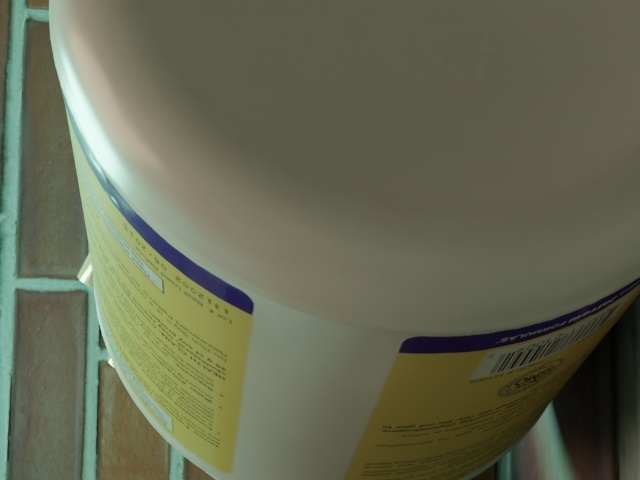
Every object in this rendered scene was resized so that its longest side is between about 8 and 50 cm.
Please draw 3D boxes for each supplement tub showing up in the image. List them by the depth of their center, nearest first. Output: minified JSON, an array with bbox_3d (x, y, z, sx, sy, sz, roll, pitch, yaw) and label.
[{"bbox_3d":[0.017,-0.021,0.531,0.331,0.241,0.241,103,167,-63],"label":"supplement tub"}]

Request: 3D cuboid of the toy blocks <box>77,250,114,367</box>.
[{"bbox_3d":[0.000,0.000,0.984,0.260,0.309,0.288,-62,21,4],"label":"toy blocks"}]
